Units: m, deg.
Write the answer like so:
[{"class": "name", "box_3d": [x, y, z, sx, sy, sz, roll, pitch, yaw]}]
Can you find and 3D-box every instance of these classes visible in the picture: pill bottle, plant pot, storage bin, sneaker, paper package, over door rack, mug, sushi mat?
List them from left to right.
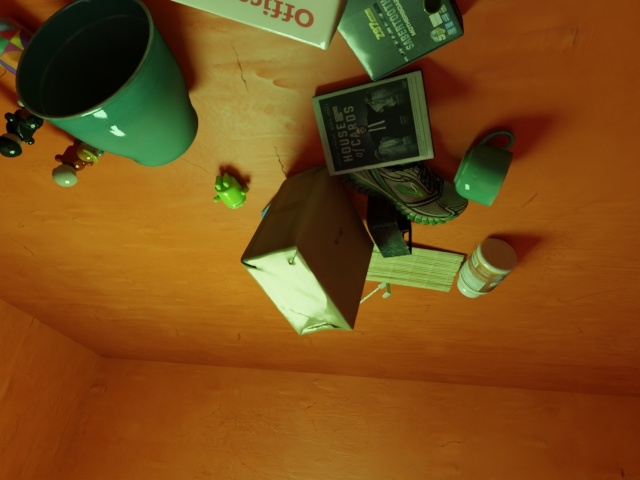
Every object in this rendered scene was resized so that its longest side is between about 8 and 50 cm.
[{"class": "plant pot", "box_3d": [-0.384, -0.288, 0.843, 0.271, 0.272, 0.255, -1, 161, 14]}, {"class": "paper package", "box_3d": [-0.010, 0.027, 1.094, 0.168, 0.325, 0.310, -13, 126, 30]}, {"class": "over door rack", "box_3d": [0.071, 0.170, 1.556, 0.239, 0.108, 0.324, 26, 142, -24]}, {"class": "storage bin", "box_3d": [0.197, -0.044, 1.187, 0.084, 0.122, 0.180, -8, 143, 24]}, {"class": "sneaker", "box_3d": [0.218, -0.146, 1.017, 0.343, 0.134, 0.146, 20, 145, -16]}, {"class": "sushi mat", "box_3d": [0.304, 0.089, 1.387, 0.316, 0.019, 0.152, 9, 117, -7]}, {"class": "mug", "box_3d": [0.374, -0.168, 0.973, 0.097, 0.158, 0.129, 22, 167, 13]}, {"class": "pill bottle", "box_3d": [0.517, 0.096, 1.332, 0.121, 0.121, 0.216, 9, 148, -1]}]

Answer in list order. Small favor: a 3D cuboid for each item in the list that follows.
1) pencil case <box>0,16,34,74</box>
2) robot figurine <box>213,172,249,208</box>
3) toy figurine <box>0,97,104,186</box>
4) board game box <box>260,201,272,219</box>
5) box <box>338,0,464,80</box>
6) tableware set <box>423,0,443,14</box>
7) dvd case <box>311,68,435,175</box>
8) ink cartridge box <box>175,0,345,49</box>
[{"class": "pencil case", "box_3d": [-0.578, -0.363, 0.900, 0.104, 0.105, 0.236, -23, 138, 38]}, {"class": "robot figurine", "box_3d": [-0.254, -0.138, 1.194, 0.101, 0.067, 0.115, -14, 143, 11]}, {"class": "toy figurine", "box_3d": [-0.649, -0.253, 1.031, 0.209, 0.148, 0.213, -19, 138, 35]}, {"class": "board game box", "box_3d": [-0.106, -0.070, 1.293, 0.133, 0.033, 0.168, 36, 146, -11]}, {"class": "box", "box_3d": [0.112, -0.408, 0.709, 0.183, 0.059, 0.232, -15, 139, 33]}, {"class": "tableware set", "box_3d": [0.195, -0.426, 0.623, 0.104, 0.024, 0.154, 32, 105, -38]}, {"class": "dvd case", "box_3d": [0.112, -0.245, 0.903, 0.238, 0.029, 0.180, -7, 110, 21]}, {"class": "ink cartridge box", "box_3d": [-0.064, -0.478, 0.488, 0.285, 0.166, 0.395, 17, 140, -2]}]
